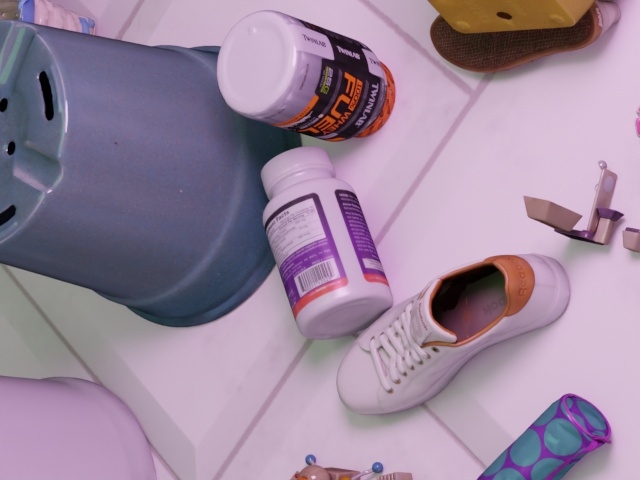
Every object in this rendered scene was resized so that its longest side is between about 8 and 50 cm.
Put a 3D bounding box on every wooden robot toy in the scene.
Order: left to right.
[{"bbox_3d":[0.009,0.267,1.928,0.173,0.079,0.076,1,82,39],"label":"wooden robot toy"}]

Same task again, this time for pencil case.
[{"bbox_3d":[0.214,0.219,1.783,0.152,0.064,0.070,-50,40,21],"label":"pencil case"}]

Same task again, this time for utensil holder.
[{"bbox_3d":[-0.433,0.302,2.078,0.327,0.385,0.328,-9,76,38],"label":"utensil holder"}]

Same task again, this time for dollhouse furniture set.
[{"bbox_3d":[0.261,-0.045,1.764,0.091,0.114,0.081,13,86,42],"label":"dollhouse furniture set"}]

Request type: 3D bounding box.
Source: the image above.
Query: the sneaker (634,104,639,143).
[{"bbox_3d":[0.347,-0.057,1.734,0.063,0.075,0.170,-22,91,16],"label":"sneaker"}]

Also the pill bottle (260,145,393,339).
[{"bbox_3d":[0.000,0.000,1.966,0.108,0.108,0.193,-33,62,30],"label":"pill bottle"}]

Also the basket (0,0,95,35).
[{"bbox_3d":[-0.430,-0.207,2.229,0.201,0.289,0.255,6,85,39],"label":"basket"}]

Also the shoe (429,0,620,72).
[{"bbox_3d":[0.210,-0.219,1.879,0.219,0.058,0.076,0,113,43],"label":"shoe"}]

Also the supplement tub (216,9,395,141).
[{"bbox_3d":[-0.011,-0.171,1.952,0.117,0.190,0.117,-8,78,38],"label":"supplement tub"}]

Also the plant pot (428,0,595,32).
[{"bbox_3d":[0.183,-0.320,1.779,0.212,0.212,0.187,1,63,38],"label":"plant pot"}]

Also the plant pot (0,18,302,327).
[{"bbox_3d":[-0.253,-0.087,2.039,0.341,0.334,0.341,-7,78,37],"label":"plant pot"}]

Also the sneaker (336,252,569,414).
[{"bbox_3d":[0.105,0.088,1.858,0.290,0.123,0.106,-35,64,30],"label":"sneaker"}]
